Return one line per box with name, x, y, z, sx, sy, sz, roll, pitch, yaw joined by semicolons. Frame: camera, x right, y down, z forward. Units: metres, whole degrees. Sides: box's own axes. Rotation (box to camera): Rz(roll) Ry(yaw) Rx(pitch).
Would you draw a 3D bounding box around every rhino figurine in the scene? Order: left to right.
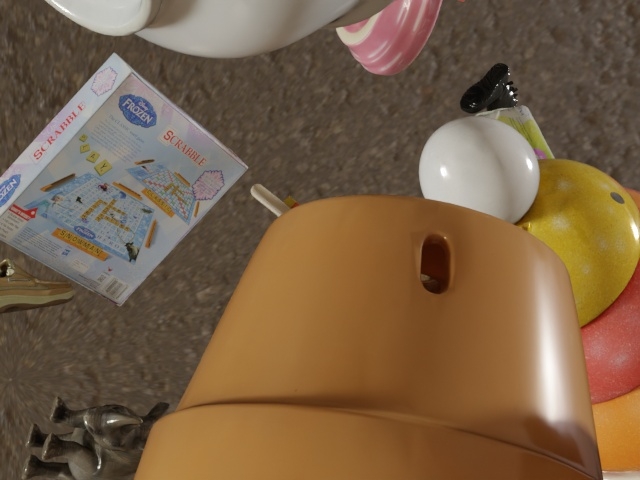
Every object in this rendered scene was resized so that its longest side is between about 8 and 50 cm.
rhino figurine;-0.202;0.187;1.037;0.106;0.243;0.073;19;63;-19

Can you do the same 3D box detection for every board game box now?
board game box;-0.315;-0.082;1.732;0.318;0.318;0.066;-46;52;3

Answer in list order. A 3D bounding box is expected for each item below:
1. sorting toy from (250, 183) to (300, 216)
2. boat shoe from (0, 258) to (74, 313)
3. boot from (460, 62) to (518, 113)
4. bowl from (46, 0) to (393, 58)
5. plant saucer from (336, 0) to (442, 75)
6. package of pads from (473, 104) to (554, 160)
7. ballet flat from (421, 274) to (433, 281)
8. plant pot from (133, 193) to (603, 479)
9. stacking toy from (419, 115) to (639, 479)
sorting toy;0.000;0.000;1.708;0.193;0.208;0.038;39;86;31
boat shoe;-0.407;0.059;1.483;0.190;0.068;0.072;-6;86;-57
boot;0.293;-0.238;1.931;0.045;0.099;0.121;32;70;32
bowl;-0.095;-0.201;0.578;0.298;0.298;0.134;45;64;-6
plant saucer;0.105;-0.447;1.876;0.084;0.332;0.332;5;82;-23
package of pads;0.301;-0.042;1.657;0.101;0.296;0.229;-12;124;2
ballet flat;0.077;0.039;0.881;0.057;0.168;0.052;-32;66;-28
plant pot;0.044;0.106;0.686;0.290;0.291;0.204;17;65;-13
stacking toy;0.264;0.031;1.210;0.480;0.350;0.351;40;72;-40
